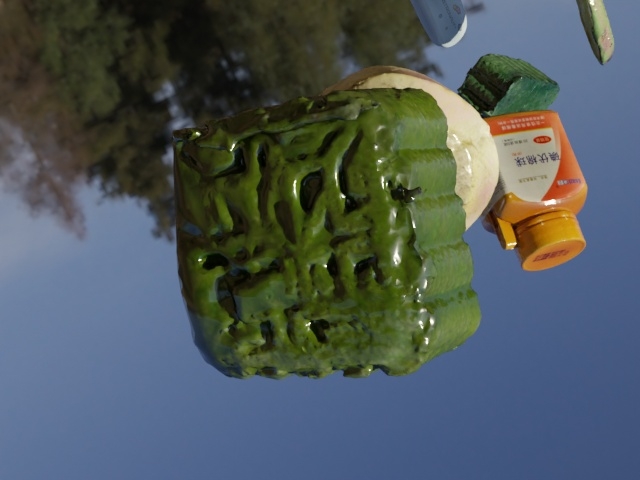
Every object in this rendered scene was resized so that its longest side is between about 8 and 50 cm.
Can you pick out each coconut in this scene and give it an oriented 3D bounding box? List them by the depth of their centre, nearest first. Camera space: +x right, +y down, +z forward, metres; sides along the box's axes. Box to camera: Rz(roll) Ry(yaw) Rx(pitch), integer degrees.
[{"bbox_3d":[0.097,-0.104,1.656,0.259,0.259,0.259,-23,-165,7],"label":"coconut"}]

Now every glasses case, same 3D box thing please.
[{"bbox_3d":[0.168,-0.371,1.923,0.067,0.178,0.045,-46,-146,-24],"label":"glasses case"}]

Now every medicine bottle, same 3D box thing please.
[{"bbox_3d":[0.311,-0.075,1.925,0.149,0.222,0.112,-9,156,-20],"label":"medicine bottle"}]

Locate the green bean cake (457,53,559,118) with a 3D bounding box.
[{"bbox_3d":[0.300,-0.226,2.241,0.193,0.107,0.208,-54,158,20],"label":"green bean cake"}]

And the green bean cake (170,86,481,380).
[{"bbox_3d":[0.000,0.000,1.459,0.335,0.319,0.218,-10,-178,32],"label":"green bean cake"}]

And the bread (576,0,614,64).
[{"bbox_3d":[0.354,-0.349,1.737,0.033,0.228,0.228,-20,-164,11],"label":"bread"}]
